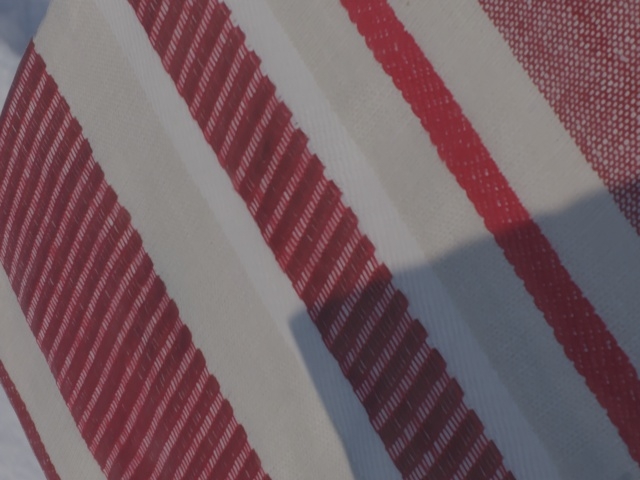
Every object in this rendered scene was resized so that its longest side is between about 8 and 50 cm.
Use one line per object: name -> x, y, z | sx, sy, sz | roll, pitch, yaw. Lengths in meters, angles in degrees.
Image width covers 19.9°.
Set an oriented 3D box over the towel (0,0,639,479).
towel -> 0.000, 0.000, 0.454 | 0.037, 0.329, 0.237 | -12, 60, -34
